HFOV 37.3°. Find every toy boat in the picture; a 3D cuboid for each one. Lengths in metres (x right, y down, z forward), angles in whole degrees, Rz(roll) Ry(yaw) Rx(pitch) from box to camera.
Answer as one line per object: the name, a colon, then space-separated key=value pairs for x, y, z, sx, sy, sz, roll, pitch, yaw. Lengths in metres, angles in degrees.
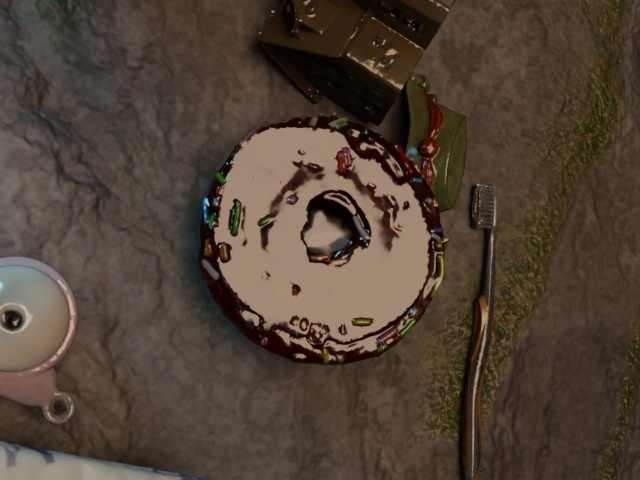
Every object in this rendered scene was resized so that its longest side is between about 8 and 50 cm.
toy boat: x=0.107 y=-0.081 z=0.965 sx=0.089 sy=0.071 sz=0.185 roll=33 pitch=66 yaw=-62

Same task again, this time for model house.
model house: x=0.004 y=-0.258 z=0.904 sx=0.248 sy=0.176 sz=0.181 roll=30 pitch=73 yaw=-1

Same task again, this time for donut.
donut: x=0.000 y=0.000 z=0.884 sx=0.235 sy=0.089 sz=0.235 roll=1 pitch=83 yaw=-11

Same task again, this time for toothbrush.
toothbrush: x=0.168 y=0.096 z=0.999 sx=0.031 sy=0.023 sz=0.321 roll=6 pitch=81 yaw=-16

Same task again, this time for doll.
doll: x=-0.335 y=0.024 z=0.744 sx=0.365 sy=0.094 sz=0.160 roll=42 pitch=73 yaw=-14

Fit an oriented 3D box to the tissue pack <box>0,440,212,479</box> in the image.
tissue pack: x=-0.257 y=0.275 z=0.720 sx=0.344 sy=0.125 sz=0.242 roll=17 pitch=66 yaw=-22
